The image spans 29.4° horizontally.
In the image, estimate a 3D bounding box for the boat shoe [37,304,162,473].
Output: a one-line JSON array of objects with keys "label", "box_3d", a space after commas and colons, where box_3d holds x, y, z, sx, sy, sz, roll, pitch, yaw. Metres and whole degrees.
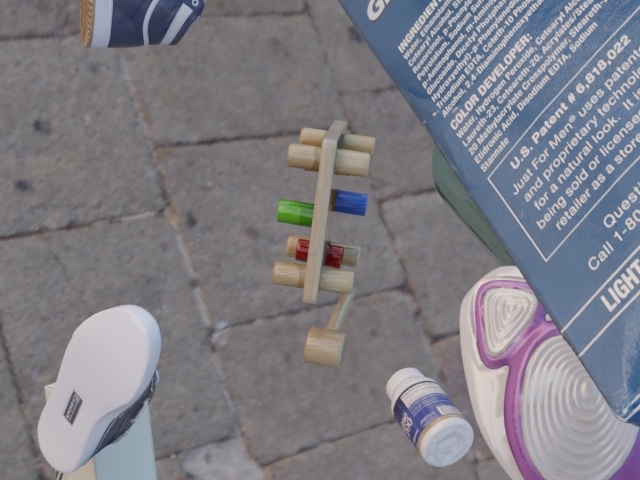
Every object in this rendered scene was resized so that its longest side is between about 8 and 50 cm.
[{"label": "boat shoe", "box_3d": [-0.244, 0.170, 1.458, 0.102, 0.301, 0.108, -24, 64, -45]}]

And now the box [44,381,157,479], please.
[{"label": "box", "box_3d": [-0.294, 0.320, 1.672, 0.113, 0.094, 0.275, -15, 105, -48]}]

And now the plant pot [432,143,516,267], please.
[{"label": "plant pot", "box_3d": [0.303, -0.036, 1.148, 0.341, 0.341, 0.334, -8, 42, -40]}]

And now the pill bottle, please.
[{"label": "pill bottle", "box_3d": [0.123, 0.202, 1.422, 0.067, 0.067, 0.120, 16, 21, -32]}]

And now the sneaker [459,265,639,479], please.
[{"label": "sneaker", "box_3d": [0.195, 0.145, 0.785, 0.305, 0.114, 0.152, 49, 3, 3]}]

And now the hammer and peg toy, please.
[{"label": "hammer and peg toy", "box_3d": [0.000, 0.000, 1.921, 0.127, 0.266, 0.361, 8, 104, 3]}]

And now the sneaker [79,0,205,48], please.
[{"label": "sneaker", "box_3d": [-0.221, -0.378, 1.577, 0.153, 0.282, 0.099, 1, 32, -21]}]

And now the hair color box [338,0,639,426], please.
[{"label": "hair color box", "box_3d": [0.119, -0.073, 0.497, 0.173, 0.105, 0.347, 20, 30, -38]}]
